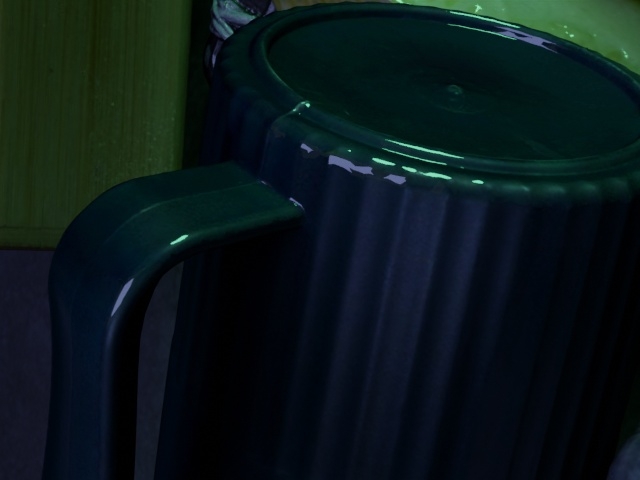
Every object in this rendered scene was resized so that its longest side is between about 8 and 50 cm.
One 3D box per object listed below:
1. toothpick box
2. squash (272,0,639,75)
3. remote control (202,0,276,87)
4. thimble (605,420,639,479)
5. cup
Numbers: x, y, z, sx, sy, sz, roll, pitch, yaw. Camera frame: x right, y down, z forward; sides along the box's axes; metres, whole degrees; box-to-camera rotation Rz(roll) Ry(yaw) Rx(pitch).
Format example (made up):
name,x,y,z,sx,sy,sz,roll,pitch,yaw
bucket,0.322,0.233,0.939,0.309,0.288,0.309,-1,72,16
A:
name,x,y,z,sx,sy,sz,roll,pitch,yaw
toothpick box,-0.185,-0.150,0.989,0.190,0.188,0.308,11,99,60
squash,0.114,-0.125,0.798,0.289,0.111,0.203,7,131,43
remote control,-0.016,-0.209,0.948,0.090,0.066,0.265,42,111,38
thimble,0.205,0.153,0.687,0.098,0.150,0.150,13,94,38
cup,0.013,0.047,0.701,0.242,0.308,0.292,-110,27,-58
